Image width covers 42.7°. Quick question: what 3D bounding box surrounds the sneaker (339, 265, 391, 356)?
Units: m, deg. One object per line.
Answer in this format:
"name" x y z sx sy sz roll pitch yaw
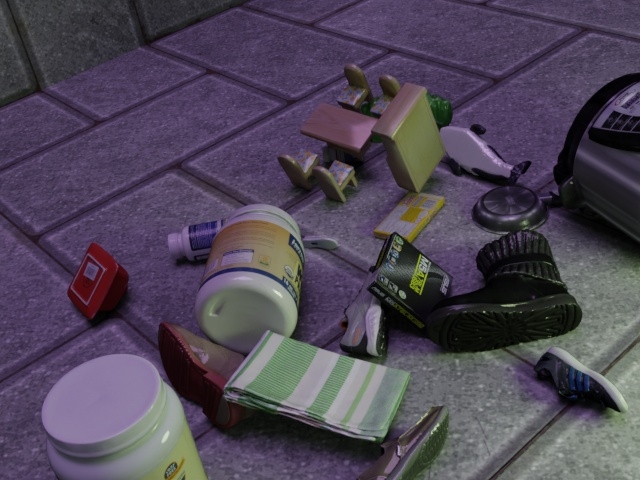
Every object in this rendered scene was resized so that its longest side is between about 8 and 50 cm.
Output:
"sneaker" 0.102 0.150 1.843 0.108 0.100 0.271 -6 35 16

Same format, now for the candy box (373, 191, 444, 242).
"candy box" 0.236 -0.063 2.161 0.105 0.027 0.206 12 41 34

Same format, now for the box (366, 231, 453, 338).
"box" 0.203 0.096 1.839 0.184 0.045 0.191 37 40 -8

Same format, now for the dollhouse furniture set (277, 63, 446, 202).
"dollhouse furniture set" 0.113 -0.314 2.248 0.394 0.256 0.362 23 68 34

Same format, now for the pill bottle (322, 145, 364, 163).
"pill bottle" 0.068 -0.263 2.448 0.120 0.067 0.067 -5 36 7

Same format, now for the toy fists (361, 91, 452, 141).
"toy fists" 0.263 -0.386 2.503 0.279 0.142 0.096 1 37 15

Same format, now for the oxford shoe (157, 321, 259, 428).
"oxford shoe" -0.235 0.277 1.759 0.130 0.123 0.348 -12 35 -37

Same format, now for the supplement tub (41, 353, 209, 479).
"supplement tub" -0.334 0.383 1.431 0.235 0.325 0.235 -7 36 5

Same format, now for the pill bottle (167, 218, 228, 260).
"pill bottle" -0.310 0.002 2.152 0.169 0.094 0.094 -10 35 0

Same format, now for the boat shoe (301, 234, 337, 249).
"boat shoe" 0.000 0.000 2.130 0.100 0.035 0.035 -1 39 25

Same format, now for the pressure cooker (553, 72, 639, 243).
"pressure cooker" 0.776 -0.186 1.916 0.369 0.376 0.420 2 28 -27

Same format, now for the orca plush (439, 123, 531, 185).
"orca plush" 0.465 -0.243 2.295 0.287 0.151 0.102 20 14 39

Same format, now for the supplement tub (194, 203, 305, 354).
"supplement tub" -0.153 0.081 1.887 0.228 0.228 0.316 -4 36 8

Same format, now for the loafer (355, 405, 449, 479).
"loafer" 0.150 0.385 1.503 0.087 0.094 0.251 24 47 33

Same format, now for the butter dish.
"butter dish" -0.537 0.110 2.053 0.160 0.118 0.160 32 97 44

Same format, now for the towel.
"towel" -0.002 0.285 1.640 0.324 0.038 0.248 14 27 13

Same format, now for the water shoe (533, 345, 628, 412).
"water shoe" 0.502 0.287 1.590 0.080 0.073 0.203 -43 38 -6

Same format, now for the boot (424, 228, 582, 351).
"boot" 0.373 0.104 1.800 0.347 0.131 0.260 -4 41 -9

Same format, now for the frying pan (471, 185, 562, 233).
"frying pan" 0.550 -0.084 2.100 0.326 0.053 0.197 0 37 19
